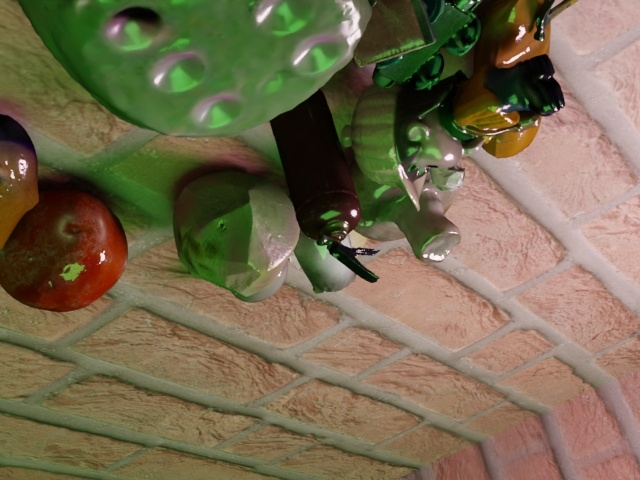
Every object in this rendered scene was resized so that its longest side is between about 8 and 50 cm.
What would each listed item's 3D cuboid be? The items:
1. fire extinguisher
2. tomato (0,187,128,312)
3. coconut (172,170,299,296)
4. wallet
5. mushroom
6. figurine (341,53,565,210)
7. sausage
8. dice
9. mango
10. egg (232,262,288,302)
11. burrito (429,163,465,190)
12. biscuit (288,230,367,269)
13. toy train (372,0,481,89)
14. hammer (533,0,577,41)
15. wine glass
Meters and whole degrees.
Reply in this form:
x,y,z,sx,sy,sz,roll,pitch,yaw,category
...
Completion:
x,y,z,sx,sy,sz,roll,pitch,yaw,category
0.013,-0.084,1.495,0.138,0.343,0.102,12,139,-39,fire extinguisher
-0.439,0.027,1.610,0.232,0.188,0.232,-10,150,-6,tomato
-0.147,-0.014,1.665,0.205,0.235,0.235,-17,151,-25,coconut
0.061,-0.353,1.263,0.119,0.025,0.232,-16,111,18,wallet
0.157,-0.065,1.709,0.244,0.243,0.243,-12,148,-8,mushroom
0.194,-0.200,1.462,0.332,0.204,0.185,-36,176,26,figurine
0.308,-0.283,1.538,0.134,0.116,0.353,-30,146,-15,sausage
-0.145,-0.324,1.061,0.319,0.330,0.322,-24,149,14,dice
-0.538,-0.071,1.439,0.201,0.152,0.287,23,132,-27,mango
-0.125,0.068,1.901,0.135,0.103,0.103,-37,143,26,egg
0.194,-0.180,1.604,0.064,0.203,0.064,-17,-178,1,burrito
0.002,0.001,1.919,0.188,0.040,0.265,-25,147,10,biscuit
0.141,-0.316,1.376,0.107,0.154,0.198,18,134,-38,toy train
0.382,-0.369,1.450,0.182,0.017,0.062,-39,144,-31,hammer
0.000,0.000,1.782,0.111,0.111,0.204,-17,126,0,wine glass
